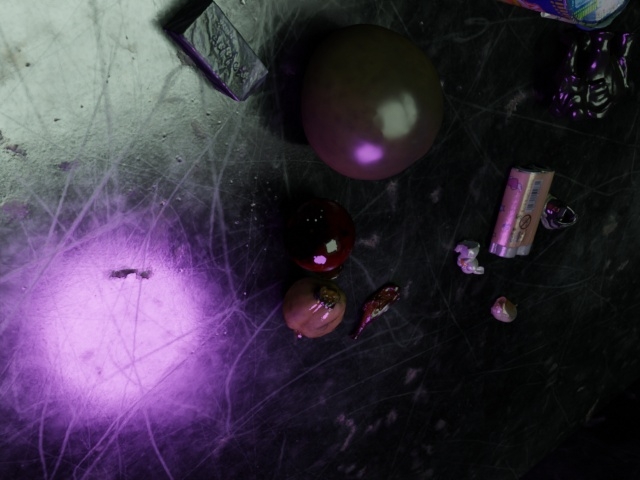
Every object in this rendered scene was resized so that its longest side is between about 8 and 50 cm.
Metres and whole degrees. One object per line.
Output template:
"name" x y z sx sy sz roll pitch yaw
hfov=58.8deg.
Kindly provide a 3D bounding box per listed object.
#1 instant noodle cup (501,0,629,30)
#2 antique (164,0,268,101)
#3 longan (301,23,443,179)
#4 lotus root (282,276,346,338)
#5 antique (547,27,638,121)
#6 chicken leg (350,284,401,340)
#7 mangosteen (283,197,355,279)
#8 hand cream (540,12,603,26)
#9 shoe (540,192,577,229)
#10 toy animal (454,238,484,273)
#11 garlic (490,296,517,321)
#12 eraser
"instant noodle cup" 0.501 -0.631 1.258 0.284 0.312 0.284 -17 122 -29
"antique" -0.186 -0.347 1.053 0.088 0.086 0.183 -48 133 -4
"longan" 0.103 -0.281 1.182 0.319 0.319 0.319 -18 124 -29
"lotus root" -0.010 0.163 1.405 0.154 0.257 0.140 24 64 -10
"antique" 0.789 -0.480 1.650 0.322 0.185 0.255 -11 119 -37
"chicken leg" 0.161 0.204 1.653 0.205 0.053 0.093 -35 145 -12
"mangosteen" 0.000 0.000 1.333 0.200 0.200 0.200 -18 124 -29
"hand cream" 0.710 -0.646 1.597 0.234 0.050 0.080 1 117 -31
"shoe" 0.819 -0.083 1.943 0.227 0.112 0.099 25 96 -41
"toy animal" 0.465 0.061 1.785 0.085 0.071 0.124 -31 123 -44
"garlic" 0.677 0.258 2.055 0.152 0.066 0.084 28 94 -41
"eraser" 0.647 -0.094 1.827 0.171 0.087 0.290 -7 117 -31
